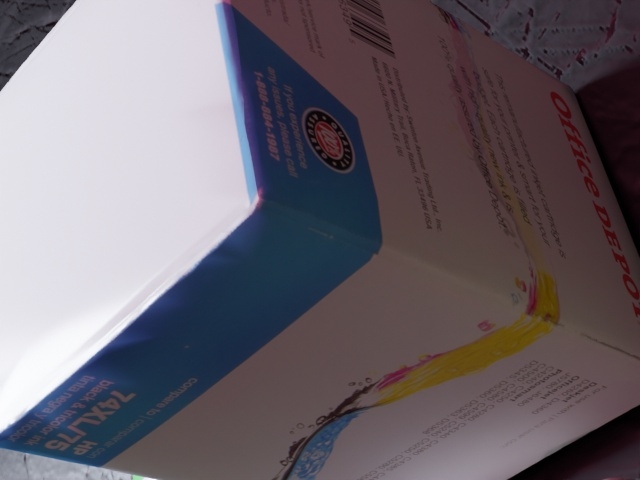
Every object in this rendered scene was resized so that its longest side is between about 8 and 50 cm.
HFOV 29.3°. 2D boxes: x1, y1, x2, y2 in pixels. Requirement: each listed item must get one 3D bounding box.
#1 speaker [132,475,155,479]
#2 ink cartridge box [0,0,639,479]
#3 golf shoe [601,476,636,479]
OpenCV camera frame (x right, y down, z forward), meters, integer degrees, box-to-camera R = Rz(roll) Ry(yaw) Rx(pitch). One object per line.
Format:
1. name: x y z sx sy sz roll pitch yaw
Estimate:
1. speaker: -0.022 0.248 0.684 0.131 0.131 0.296 -38 55 32
2. ink cartridge box: 0.000 0.000 0.606 0.197 0.270 0.198 -39 46 32
3. golf shoe: 0.093 0.163 0.636 0.176 0.069 0.086 -47 45 25
